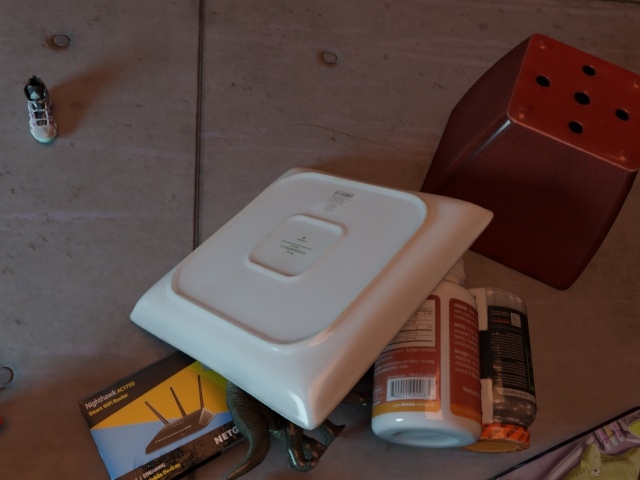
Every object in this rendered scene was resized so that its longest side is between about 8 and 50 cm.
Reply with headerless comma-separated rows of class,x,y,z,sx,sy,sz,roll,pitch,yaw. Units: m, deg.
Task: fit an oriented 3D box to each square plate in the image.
square plate,-0.026,0.021,0.745,0.347,0.049,0.344,18,52,41

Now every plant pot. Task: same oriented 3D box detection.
plant pot,0.323,-0.132,0.895,0.267,0.236,0.267,24,61,3

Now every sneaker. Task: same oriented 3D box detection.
sneaker,-0.411,-0.196,0.883,0.038,0.069,0.098,-15,66,-17

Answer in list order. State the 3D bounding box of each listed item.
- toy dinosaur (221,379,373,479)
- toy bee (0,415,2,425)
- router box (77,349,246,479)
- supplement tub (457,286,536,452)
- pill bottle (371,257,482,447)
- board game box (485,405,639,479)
toy dinosaur,-0.040,0.176,0.708,0.160,0.121,0.313,43,41,12
toy bee,-0.413,0.223,0.623,0.195,0.162,0.298,39,93,28
router box,-0.174,0.209,0.724,0.179,0.046,0.133,-26,70,-22
supplement tub,0.212,0.166,0.781,0.117,0.117,0.190,8,60,-6
pill bottle,0.125,0.122,0.714,0.121,0.121,0.216,10,61,-6
board game box,0.330,0.357,0.744,0.346,0.056,0.208,-17,71,-19
